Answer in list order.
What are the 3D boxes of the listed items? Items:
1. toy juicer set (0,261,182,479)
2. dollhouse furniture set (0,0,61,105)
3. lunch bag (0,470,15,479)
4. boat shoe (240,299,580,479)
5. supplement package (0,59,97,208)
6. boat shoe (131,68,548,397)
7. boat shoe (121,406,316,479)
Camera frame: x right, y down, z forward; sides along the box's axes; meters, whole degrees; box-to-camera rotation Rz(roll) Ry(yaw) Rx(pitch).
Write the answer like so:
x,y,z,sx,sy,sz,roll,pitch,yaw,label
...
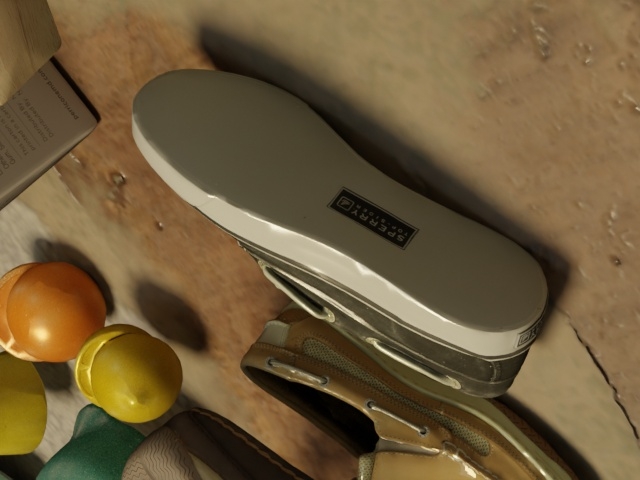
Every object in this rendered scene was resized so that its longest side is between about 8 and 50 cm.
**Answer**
x,y,z,sx,sy,sz,roll,pitch,yaw,label
-0.110,0.152,1.027,0.329,0.089,0.209,54,130,27,toy juicer set
-0.229,-0.155,0.748,0.212,0.242,0.161,30,154,26,dollhouse furniture set
-0.316,0.241,1.321,0.223,0.160,0.262,31,128,30,lunch bag
0.042,0.103,0.857,0.190,0.072,0.068,33,143,21,boat shoe
-0.301,-0.026,0.916,0.175,0.293,0.177,53,146,-6,supplement package
0.000,0.000,0.799,0.219,0.078,0.070,34,142,18,boat shoe
0.047,0.209,0.898,0.355,0.130,0.132,45,140,-8,boat shoe
